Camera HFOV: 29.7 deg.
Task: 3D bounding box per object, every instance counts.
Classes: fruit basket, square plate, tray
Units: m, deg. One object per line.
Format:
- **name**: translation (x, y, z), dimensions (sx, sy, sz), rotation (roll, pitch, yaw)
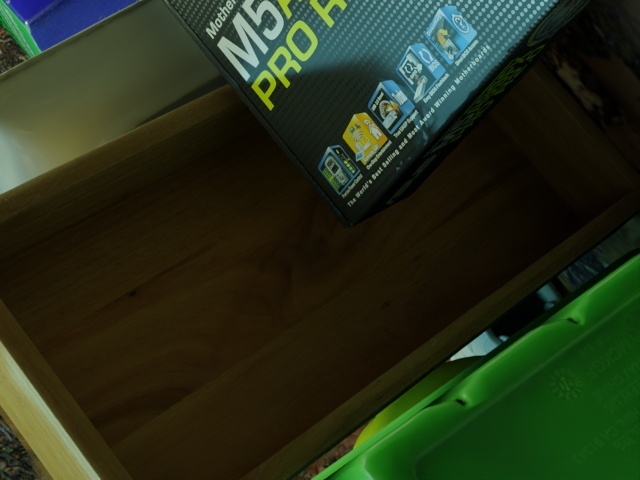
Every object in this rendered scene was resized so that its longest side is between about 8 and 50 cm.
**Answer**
- **fruit basket**: translation (0.144, 0.171, 0.752), dimensions (0.283, 0.392, 0.392), rotation (49, 169, 20)
- **square plate**: translation (-0.058, -0.035, 0.849), dimensions (0.049, 0.344, 0.347), rotation (35, 146, 31)
- **tray**: translation (0.000, 0.000, 0.712), dimensions (0.203, 0.411, 0.076), rotation (51, 145, 10)

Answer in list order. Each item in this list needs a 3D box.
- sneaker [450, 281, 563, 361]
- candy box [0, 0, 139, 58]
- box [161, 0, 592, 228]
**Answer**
- **sneaker**: translation (0.177, 0.108, 1.103), dimensions (0.305, 0.114, 0.152), rotation (59, 169, -31)
- **candy box**: translation (-0.155, -0.278, 0.859), dimensions (0.317, 0.268, 0.122), rotation (47, 171, 32)
- **box**: translation (0.030, -0.166, 0.609), dimensions (0.216, 0.060, 0.270), rotation (51, 135, 9)
